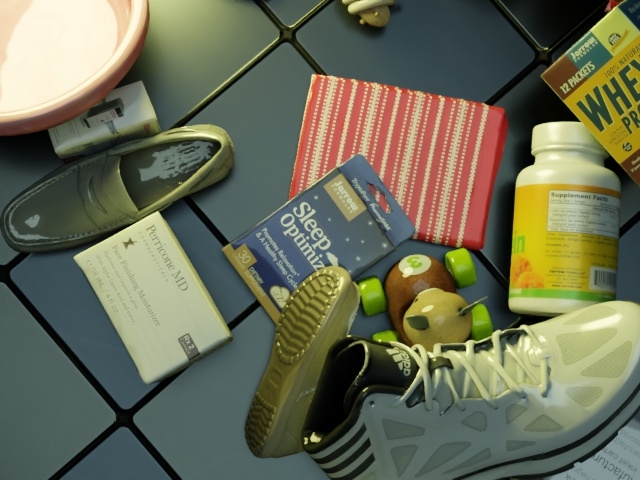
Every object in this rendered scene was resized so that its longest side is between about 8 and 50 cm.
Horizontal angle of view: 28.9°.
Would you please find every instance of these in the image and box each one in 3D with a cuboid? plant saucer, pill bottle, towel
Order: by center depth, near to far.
[{"bbox_3d":[-0.376,-0.258,1.574,0.332,0.084,0.332,-3,58,5],"label":"plant saucer"},{"bbox_3d":[0.320,-0.025,1.618,0.136,0.136,0.246,5,84,-3],"label":"pill bottle"},{"bbox_3d":[0.105,-0.105,1.667,0.274,0.031,0.199,11,86,-1],"label":"towel"}]

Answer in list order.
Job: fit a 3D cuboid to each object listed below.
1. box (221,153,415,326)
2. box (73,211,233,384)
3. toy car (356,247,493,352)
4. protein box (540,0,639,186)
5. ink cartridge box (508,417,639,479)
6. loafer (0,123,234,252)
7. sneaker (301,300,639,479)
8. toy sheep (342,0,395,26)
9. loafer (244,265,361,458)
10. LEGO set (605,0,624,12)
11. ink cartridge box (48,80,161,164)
[{"bbox_3d":[0.000,0.000,1.631,0.225,0.036,0.136,-36,91,0],"label":"box"},{"bbox_3d":[-0.204,0.075,1.554,0.119,0.182,0.181,-30,87,-5],"label":"box"},{"bbox_3d":[0.142,0.085,1.570,0.155,0.188,0.149,-16,86,-5],"label":"toy car"},{"bbox_3d":[0.425,-0.205,1.593,0.201,0.200,0.136,49,126,2],"label":"protein box"},{"bbox_3d":[0.341,0.433,1.561,0.285,0.166,0.395,33,84,1],"label":"ink cartridge box"},{"bbox_3d":[-0.264,-0.072,1.598,0.319,0.111,0.112,-25,90,-5],"label":"loafer"},{"bbox_3d":[0.174,0.177,1.458,0.447,0.257,0.169,-32,47,18],"label":"sneaker"},{"bbox_3d":[0.063,-0.349,1.661,0.091,0.091,0.132,-18,91,-5],"label":"toy sheep"},{"bbox_3d":[-0.011,0.159,1.594,0.092,0.102,0.269,17,105,-32],"label":"loafer"},{"bbox_3d":[0.482,-0.407,1.686,0.087,0.093,0.227,25,83,-1],"label":"LEGO set"},{"bbox_3d":[-0.282,-0.152,1.612,0.135,0.099,0.056,-19,85,-6],"label":"ink cartridge box"}]
